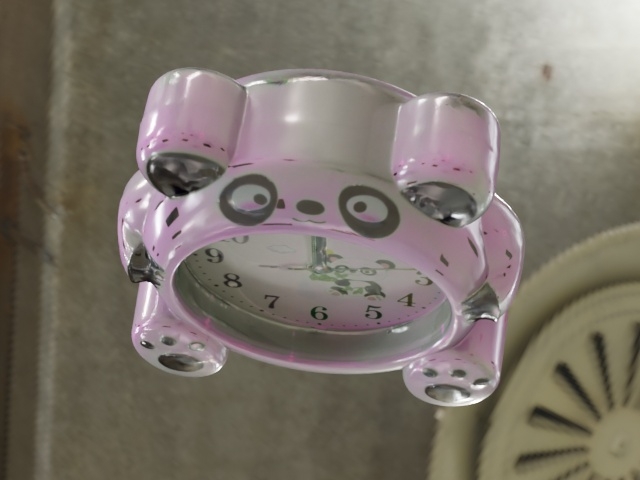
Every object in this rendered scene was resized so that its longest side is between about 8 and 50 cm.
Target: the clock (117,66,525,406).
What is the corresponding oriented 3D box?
[{"bbox_3d":[0.000,0.000,0.966,0.228,0.248,0.090,6,-120,4],"label":"clock"}]
